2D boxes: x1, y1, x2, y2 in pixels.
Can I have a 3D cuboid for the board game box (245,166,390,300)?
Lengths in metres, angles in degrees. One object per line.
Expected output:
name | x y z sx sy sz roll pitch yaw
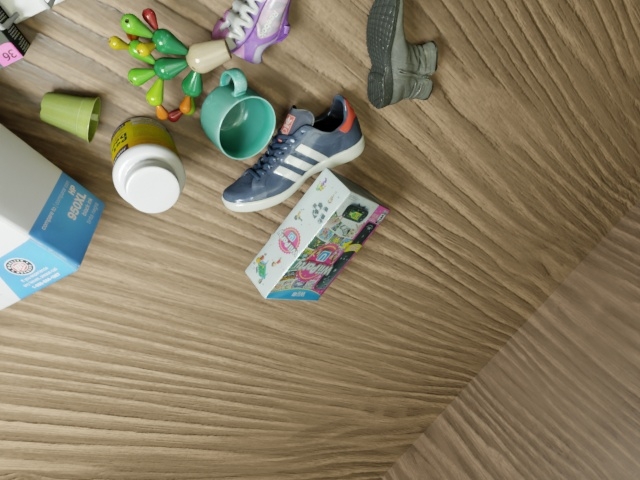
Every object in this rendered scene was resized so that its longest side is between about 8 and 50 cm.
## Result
board game box | 0.000 0.000 1.022 0.303 0.097 0.224 -51 151 15

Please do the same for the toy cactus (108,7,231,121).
toy cactus | -0.245 -0.309 0.759 0.180 0.112 0.219 -16 143 3

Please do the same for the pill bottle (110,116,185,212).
pill bottle | -0.310 -0.135 0.781 0.117 0.215 0.117 -14 126 -19

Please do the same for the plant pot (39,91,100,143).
plant pot | -0.435 -0.221 0.755 0.079 0.083 0.083 14 115 -21

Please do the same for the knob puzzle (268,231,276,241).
knob puzzle | -0.068 0.033 1.143 0.213 0.030 0.213 -14 127 -18

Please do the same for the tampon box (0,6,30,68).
tampon box | -0.529 -0.318 0.617 0.120 0.101 0.161 -31 131 -5

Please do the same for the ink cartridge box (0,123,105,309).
ink cartridge box | -0.597 -0.071 0.652 0.285 0.166 0.395 -23 134 19

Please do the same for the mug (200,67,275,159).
mug | -0.161 -0.249 0.845 0.129 0.097 0.158 2 124 -50

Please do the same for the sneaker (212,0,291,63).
sneaker | -0.089 -0.422 0.788 0.236 0.095 0.104 -47 135 16

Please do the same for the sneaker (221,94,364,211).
sneaker | -0.070 -0.196 0.928 0.350 0.131 0.148 -34 133 -16

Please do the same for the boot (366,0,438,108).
boot | 0.186 -0.417 0.948 0.161 0.083 0.247 -22 135 -22

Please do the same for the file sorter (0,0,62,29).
file sorter | -0.361 -0.437 0.578 0.277 0.173 0.193 -31 131 -6
